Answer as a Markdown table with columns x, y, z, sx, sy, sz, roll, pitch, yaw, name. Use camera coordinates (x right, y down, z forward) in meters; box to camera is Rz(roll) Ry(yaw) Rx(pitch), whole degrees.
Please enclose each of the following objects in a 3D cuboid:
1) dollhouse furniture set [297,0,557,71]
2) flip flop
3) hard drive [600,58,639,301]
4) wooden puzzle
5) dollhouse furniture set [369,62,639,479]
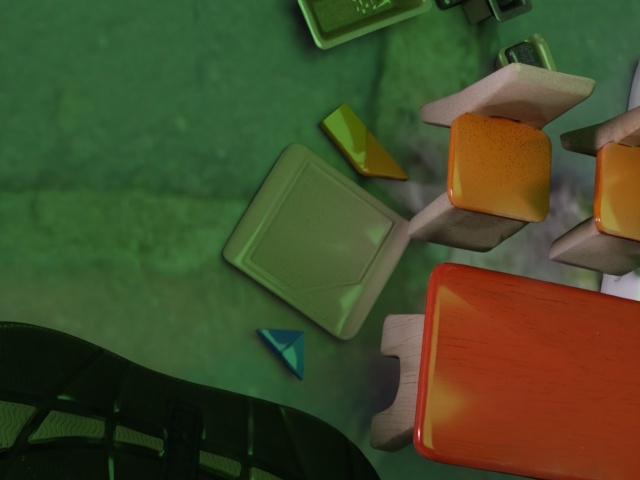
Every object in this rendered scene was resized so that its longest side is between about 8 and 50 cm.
| x | y | z | sx | sy | sz | roll | pitch | yaw | name |
| --- | --- | --- | --- | --- | --- | --- | --- | --- | --- |
| 0.057 | -0.106 | 0.886 | 0.114 | 0.081 | 0.091 | -23 | 90 | -24 | dollhouse furniture set |
| -0.067 | 0.116 | 0.793 | 0.277 | 0.080 | 0.112 | 27 | 57 | -35 | flip flop |
| 0.287 | 0.040 | 0.979 | 0.307 | 0.040 | 0.203 | 15 | 76 | -20 | hard drive |
| 0.000 | 0.000 | 0.883 | 0.078 | 0.014 | 0.116 | 41 | 69 | -7 | wooden puzzle |
| 0.158 | 0.071 | 0.822 | 0.259 | 0.135 | 0.262 | 11 | 75 | -22 | dollhouse furniture set |
